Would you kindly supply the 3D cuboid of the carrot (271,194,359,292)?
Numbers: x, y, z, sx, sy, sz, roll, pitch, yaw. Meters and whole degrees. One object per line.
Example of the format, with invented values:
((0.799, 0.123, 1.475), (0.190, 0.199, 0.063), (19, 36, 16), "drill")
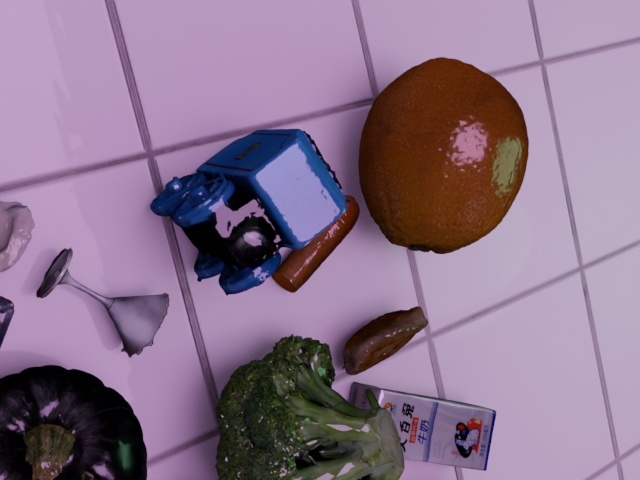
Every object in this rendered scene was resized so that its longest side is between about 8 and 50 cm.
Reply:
((0.000, 0.000, 1.567), (0.225, 0.067, 0.067), (-49, 114, -22), "carrot")

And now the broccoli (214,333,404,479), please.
((-0.030, 0.357, 1.401), (0.321, 0.310, 0.414), (2, 65, -31), "broccoli")

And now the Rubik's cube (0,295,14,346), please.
((-0.579, 0.146, 1.072), (0.254, 0.260, 0.259), (23, 75, -32), "Rubik's cube")

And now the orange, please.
((0.224, -0.152, 1.575), (0.322, 0.322, 0.357), (19, 89, -32), "orange")

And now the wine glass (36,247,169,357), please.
((-0.341, 0.092, 1.314), (0.183, 0.122, 0.122), (35, 71, -26), "wine glass")

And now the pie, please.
((0.122, 0.186, 1.595), (0.193, 0.163, 0.079), (-28, 85, -37), "pie")

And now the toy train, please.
((-0.113, -0.060, 1.353), (0.265, 0.300, 0.188), (-39, 111, -16), "toy train")

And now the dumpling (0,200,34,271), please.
((-0.512, -0.008, 1.214), (0.188, 0.108, 0.127), (5, 113, -47), "dumpling")

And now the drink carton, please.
((0.200, 0.373, 1.670), (0.314, 0.106, 0.131), (17, 79, -32), "drink carton")

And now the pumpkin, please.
((-0.386, 0.305, 1.178), (0.295, 0.295, 0.296), (0, 90, -33), "pumpkin")
